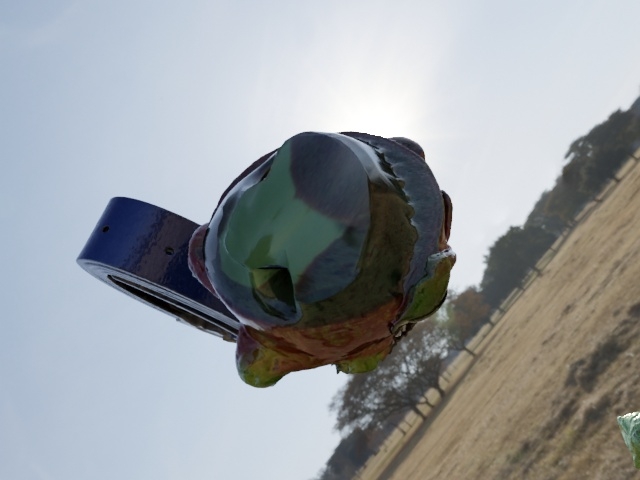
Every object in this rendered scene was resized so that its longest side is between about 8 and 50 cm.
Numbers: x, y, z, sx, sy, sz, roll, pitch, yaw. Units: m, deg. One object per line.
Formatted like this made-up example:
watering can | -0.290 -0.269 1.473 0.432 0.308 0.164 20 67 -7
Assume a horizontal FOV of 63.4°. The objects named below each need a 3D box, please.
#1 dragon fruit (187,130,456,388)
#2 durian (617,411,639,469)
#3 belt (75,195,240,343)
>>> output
dragon fruit | 0.000 0.000 0.503 0.295 0.269 0.130 -64 -24 -23
durian | 0.478 0.225 0.605 0.139 0.101 0.250 17 -31 -26
belt | -0.198 0.066 0.826 0.212 0.347 0.117 -16 49 53
